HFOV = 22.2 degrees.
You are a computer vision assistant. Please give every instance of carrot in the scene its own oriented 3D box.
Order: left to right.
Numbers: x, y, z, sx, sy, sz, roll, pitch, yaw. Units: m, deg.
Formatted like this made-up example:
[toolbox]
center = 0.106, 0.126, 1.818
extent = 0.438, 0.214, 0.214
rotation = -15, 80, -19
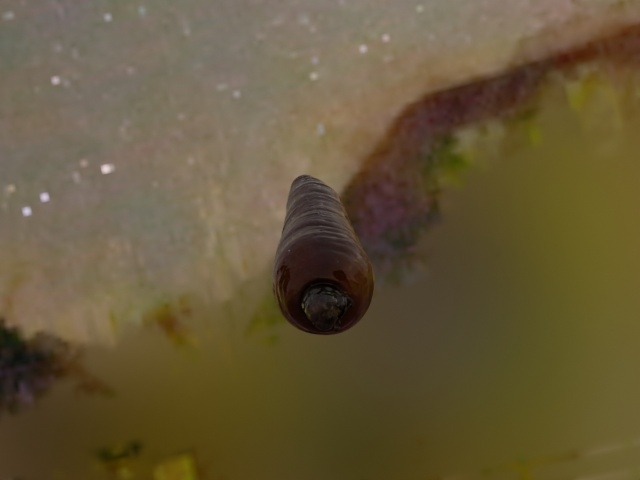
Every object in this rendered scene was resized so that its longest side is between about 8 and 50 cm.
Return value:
[carrot]
center = 0.000, 0.000, 1.173
extent = 0.069, 0.069, 0.336
rotation = -13, 17, 3
